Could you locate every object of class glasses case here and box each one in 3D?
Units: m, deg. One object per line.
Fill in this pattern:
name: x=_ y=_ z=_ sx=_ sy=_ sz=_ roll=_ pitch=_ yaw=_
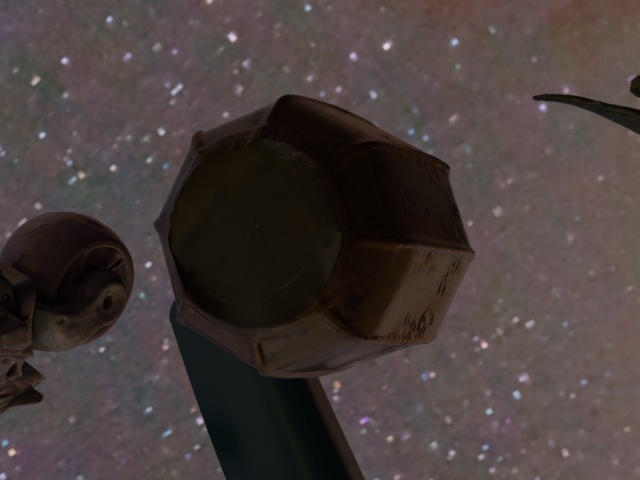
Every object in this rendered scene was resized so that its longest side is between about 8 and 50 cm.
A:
glasses case: x=-0.059 y=0.153 z=1.211 sx=0.070 sy=0.117 sz=0.301 roll=40 pitch=-163 yaw=-49

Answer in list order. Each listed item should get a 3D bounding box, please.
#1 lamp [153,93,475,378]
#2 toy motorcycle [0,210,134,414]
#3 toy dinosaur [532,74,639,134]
lamp: x=0.000 y=0.000 z=0.754 sx=0.161 sy=0.161 sz=0.185 roll=63 pitch=-160 yaw=11
toy motorcycle: x=-0.195 y=0.057 z=0.627 sx=0.254 sy=0.112 sz=0.112 roll=-23 pitch=-100 yaw=-46
toy dinosaur: x=0.473 y=-0.087 z=1.413 sx=0.301 sy=0.447 sz=0.087 roll=21 pitch=-88 yaw=-50
